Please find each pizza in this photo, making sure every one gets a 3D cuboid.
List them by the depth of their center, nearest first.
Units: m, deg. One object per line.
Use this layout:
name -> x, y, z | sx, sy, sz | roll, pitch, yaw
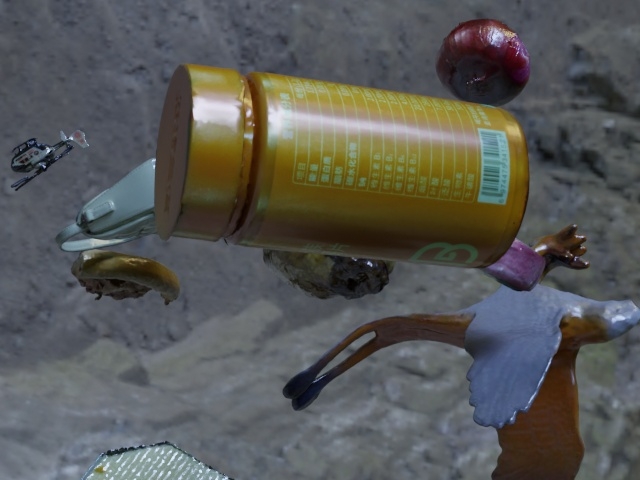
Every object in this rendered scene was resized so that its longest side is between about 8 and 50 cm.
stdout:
pizza -> -0.302, 0.061, 1.779 | 0.271, 0.134, 0.056 | 46, 33, -72

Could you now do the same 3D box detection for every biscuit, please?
biscuit -> -0.179, 0.342, 1.416 | 0.147, 0.250, 0.046 | -55, 168, -29

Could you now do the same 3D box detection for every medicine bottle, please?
medicine bottle -> 0.011, -0.039, 0.630 | 0.192, 0.096, 0.096 | 5, 94, -19

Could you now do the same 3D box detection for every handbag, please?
handbag -> -0.243, -0.036, 1.586 | 0.079, 0.219, 0.256 | 64, 21, 7

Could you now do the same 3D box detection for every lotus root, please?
lotus root -> 0.000, 0.000, 1.054 | 0.110, 0.258, 0.097 | -18, 96, -13

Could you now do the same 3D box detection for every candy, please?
candy -> 0.151, 0.008, 1.023 | 0.043, 0.103, 0.103 | -60, 149, 0

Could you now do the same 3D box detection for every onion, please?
onion -> 0.221, -0.242, 1.562 | 0.131, 0.131, 0.131 | -23, 117, -56

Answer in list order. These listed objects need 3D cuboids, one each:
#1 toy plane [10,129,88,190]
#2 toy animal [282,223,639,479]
toy plane -> -0.374, -0.116, 1.546 | 0.121, 0.049, 0.031 | -33, 160, -6
toy animal -> 0.160, 0.107, 1.181 | 0.302, 0.284, 0.225 | -51, 140, -22
